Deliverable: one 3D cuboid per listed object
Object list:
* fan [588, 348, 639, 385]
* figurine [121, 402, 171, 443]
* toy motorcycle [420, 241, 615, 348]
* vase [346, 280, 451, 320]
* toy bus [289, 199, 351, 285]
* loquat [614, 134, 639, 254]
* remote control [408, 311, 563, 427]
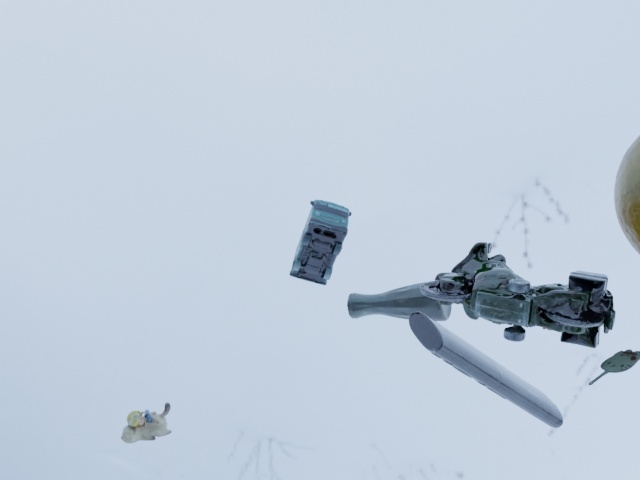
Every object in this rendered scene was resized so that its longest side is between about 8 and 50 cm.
[{"bbox_3d":[0.379,0.165,1.089,0.083,0.004,0.056,-31,-172,-14],"label":"fan"},{"bbox_3d":[-0.282,0.292,1.351,0.083,0.050,0.047,-11,-160,-35],"label":"figurine"},{"bbox_3d":[0.297,0.081,1.233,0.275,0.124,0.187,11,-164,26],"label":"toy motorcycle"},{"bbox_3d":[0.165,0.134,1.784,0.214,0.086,0.086,-6,155,25],"label":"vase"},{"bbox_3d":[0.000,0.000,1.566,0.079,0.091,0.160,16,137,-5],"label":"toy bus"},{"bbox_3d":[0.564,-0.058,1.172,0.275,0.274,0.275,4,157,2],"label":"loquat"},{"bbox_3d":[0.301,0.236,1.497,0.377,0.044,0.107,33,-173,-35],"label":"remote control"}]
